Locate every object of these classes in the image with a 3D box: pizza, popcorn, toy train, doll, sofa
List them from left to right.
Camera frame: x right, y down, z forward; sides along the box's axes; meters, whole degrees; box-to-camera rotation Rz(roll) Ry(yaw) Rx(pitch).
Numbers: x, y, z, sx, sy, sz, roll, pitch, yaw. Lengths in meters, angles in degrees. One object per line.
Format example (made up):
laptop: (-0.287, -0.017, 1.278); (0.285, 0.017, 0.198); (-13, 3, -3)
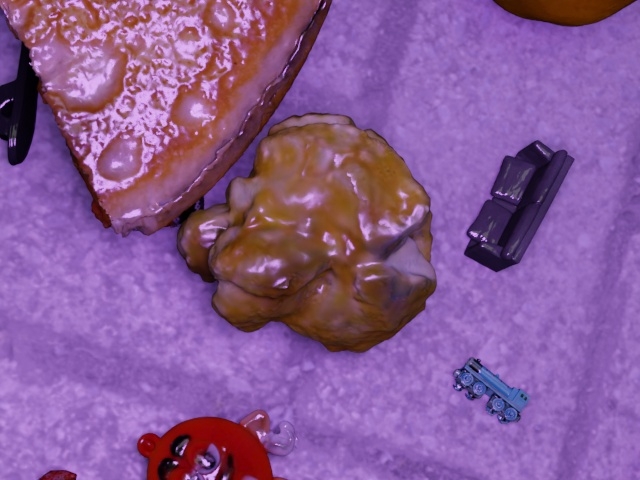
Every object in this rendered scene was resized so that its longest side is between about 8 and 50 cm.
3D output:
pizza: (-0.203, -0.262, 1.546); (0.406, 0.130, 0.440); (32, 86, -8)
doll: (-0.094, 0.262, 1.620); (0.217, 0.085, 0.183); (41, 77, -11)
popcorn: (-0.004, 0.002, 1.613); (0.276, 0.225, 0.276); (0, 93, -6)
toy train: (0.193, 0.169, 1.718); (0.092, 0.029, 0.045); (39, 68, -1)
sofa: (0.222, -0.043, 1.731); (0.060, 0.085, 0.147); (32, 76, -7)

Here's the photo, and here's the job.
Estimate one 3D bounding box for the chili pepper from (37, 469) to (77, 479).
chili pepper: (-0.289, 0.357, 1.550); (0.136, 0.144, 0.252); (36, 66, -34)

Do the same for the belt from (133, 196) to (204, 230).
belt: (-0.191, -0.190, 1.668); (0.094, 0.126, 0.359); (-6, 86, -17)

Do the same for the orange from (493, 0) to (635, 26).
orange: (0.287, -0.379, 1.713); (0.235, 0.279, 0.279); (2, 78, -39)

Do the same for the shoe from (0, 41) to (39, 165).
shoe: (-0.340, -0.159, 1.661); (0.053, 0.062, 0.159); (7, 79, 4)
